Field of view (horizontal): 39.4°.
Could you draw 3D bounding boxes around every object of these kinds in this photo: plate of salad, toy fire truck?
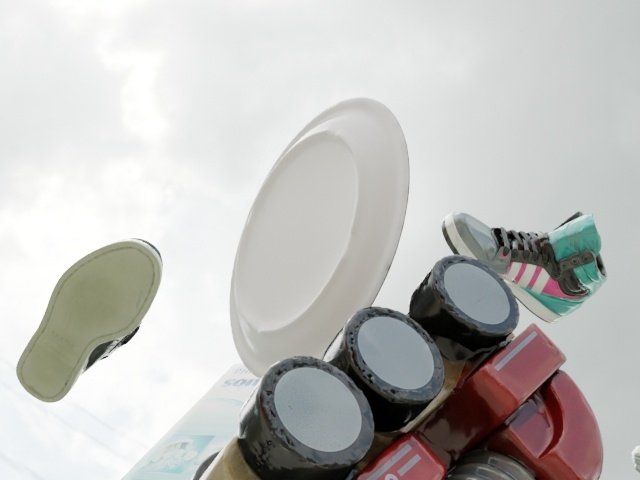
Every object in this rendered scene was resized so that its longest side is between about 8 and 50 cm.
[{"bbox_3d":[0.000,0.000,0.602,0.048,0.200,0.200,22,-53,-30],"label":"plate of salad"},{"bbox_3d":[0.089,0.141,0.440,0.246,0.217,0.158,47,-48,15],"label":"toy fire truck"}]

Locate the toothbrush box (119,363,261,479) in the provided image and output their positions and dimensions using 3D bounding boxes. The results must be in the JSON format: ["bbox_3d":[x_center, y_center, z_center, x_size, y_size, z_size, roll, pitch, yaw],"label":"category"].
[{"bbox_3d":[-0.064,0.263,0.698,0.126,0.295,0.216,-7,-68,34],"label":"toothbrush box"}]

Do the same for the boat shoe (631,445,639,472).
[{"bbox_3d":[0.539,0.392,1.293,0.227,0.081,0.079,38,-11,15],"label":"boat shoe"}]

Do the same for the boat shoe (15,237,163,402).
[{"bbox_3d":[-0.319,0.101,1.298,0.127,0.113,0.340,36,-60,-2],"label":"boat shoe"}]

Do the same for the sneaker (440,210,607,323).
[{"bbox_3d":[0.344,0.010,1.399,0.295,0.124,0.178,31,-54,-28],"label":"sneaker"}]
